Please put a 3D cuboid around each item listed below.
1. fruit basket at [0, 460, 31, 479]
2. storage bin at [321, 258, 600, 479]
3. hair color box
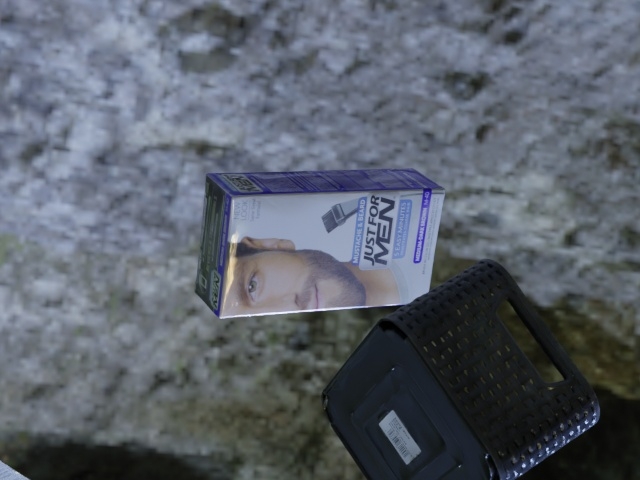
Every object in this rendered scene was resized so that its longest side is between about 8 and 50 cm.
[{"bbox_3d":[-0.375,0.333,1.608,0.327,0.353,0.165,-27,-151,37],"label":"fruit basket"},{"bbox_3d":[0.083,0.106,0.903,0.122,0.084,0.180,55,-26,12],"label":"storage bin"},{"bbox_3d":[0.000,0.000,2.020,0.110,0.339,0.185,-139,-129,-57],"label":"hair color box"}]
